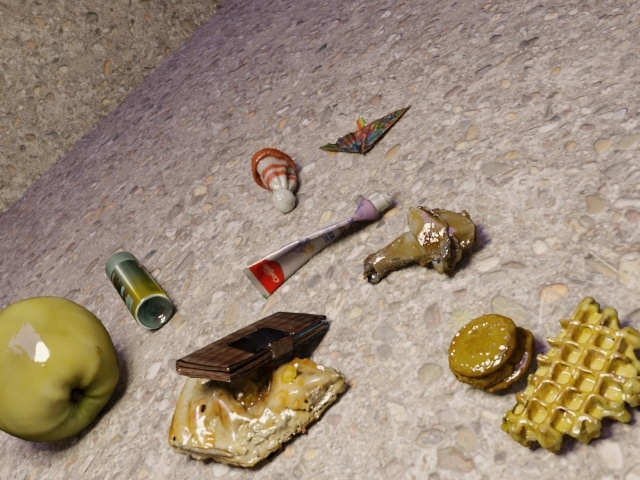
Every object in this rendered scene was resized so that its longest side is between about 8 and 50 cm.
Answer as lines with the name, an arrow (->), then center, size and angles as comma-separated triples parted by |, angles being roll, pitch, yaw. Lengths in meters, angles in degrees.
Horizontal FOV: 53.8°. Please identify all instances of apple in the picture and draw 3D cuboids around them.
apple -> -0.502, 0.239, 1.169 | 0.262, 0.262, 0.262 | -24, 35, 18

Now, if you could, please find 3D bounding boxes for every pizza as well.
pizza -> -0.102, 0.244, 0.950 | 0.296, 0.071, 0.189 | -7, 38, 27

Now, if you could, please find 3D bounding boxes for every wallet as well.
wallet -> -0.101, 0.160, 0.983 | 0.124, 0.042, 0.230 | -4, 9, 39

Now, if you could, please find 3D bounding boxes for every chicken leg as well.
chicken leg -> 0.155, 0.004, 1.016 | 0.196, 0.080, 0.125 | -7, 55, 38

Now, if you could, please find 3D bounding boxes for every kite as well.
kite -> 0.104, -0.244, 1.428 | 0.241, 0.014, 0.183 | -27, 31, 13

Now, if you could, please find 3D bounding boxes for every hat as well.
hat -> -0.090, -0.127, 1.398 | 0.094, 0.112, 0.162 | -55, 39, 21

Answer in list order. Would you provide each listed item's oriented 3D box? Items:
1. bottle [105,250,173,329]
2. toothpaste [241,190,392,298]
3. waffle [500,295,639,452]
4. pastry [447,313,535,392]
bottle -> -0.406, 0.102, 1.389 | 0.082, 0.082, 0.286 | -43, 34, -11
toothpaste -> 0.000, 0.000, 1.168 | 0.301, 0.075, 0.048 | -33, 56, -1
waffle -> 0.285, 0.157, 0.734 | 0.192, 0.046, 0.161 | -31, 35, 8
pastry -> 0.214, 0.140, 0.795 | 0.109, 0.057, 0.097 | -39, 22, 14
